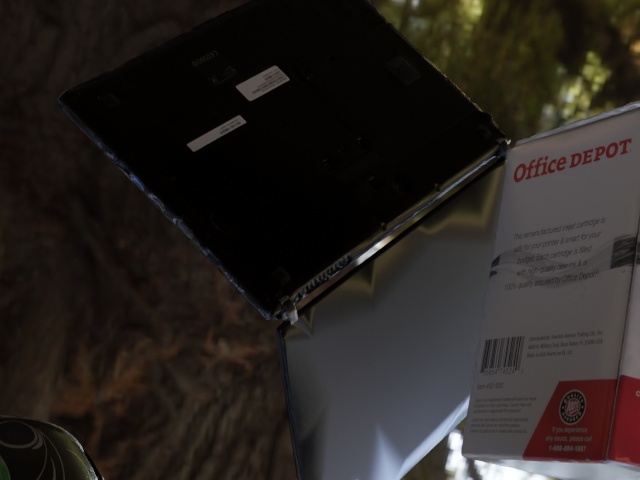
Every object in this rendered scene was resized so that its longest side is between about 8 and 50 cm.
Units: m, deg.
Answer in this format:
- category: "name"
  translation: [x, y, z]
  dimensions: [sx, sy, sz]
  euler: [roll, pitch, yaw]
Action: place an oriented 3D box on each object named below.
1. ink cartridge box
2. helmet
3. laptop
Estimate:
- category: "ink cartridge box"
  translation: [0.112, 0.025, 0.534]
  dimensions: [0.056, 0.135, 0.099]
  euler: [16, 167, -23]
- category: "helmet"
  translation: [-0.247, 0.233, 1.044]
  dimensions: [0.169, 0.169, 0.161]
  euler: [7, -136, -15]
- category: "laptop"
  translation: [0.000, 0.000, 0.809]
  dimensions: [0.264, 0.136, 0.234]
  euler: [45, -133, 10]
